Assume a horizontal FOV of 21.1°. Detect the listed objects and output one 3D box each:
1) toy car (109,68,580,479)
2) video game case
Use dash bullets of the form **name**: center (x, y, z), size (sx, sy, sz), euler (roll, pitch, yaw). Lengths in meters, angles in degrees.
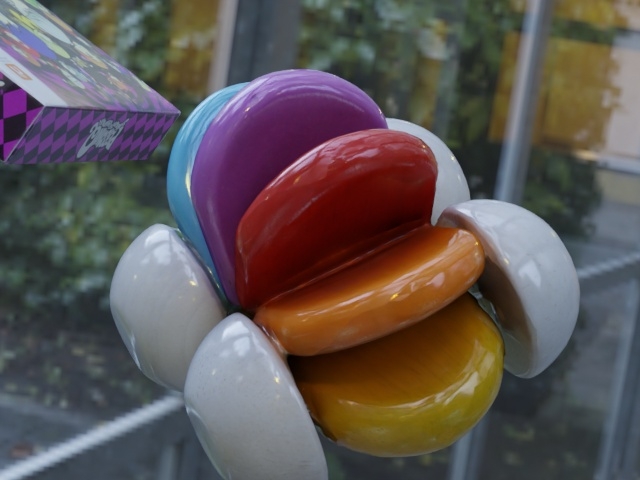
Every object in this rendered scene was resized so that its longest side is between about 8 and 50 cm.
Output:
- **toy car**: center (0.000, 0.000, 0.678), size (0.159, 0.136, 0.182), euler (-27, 38, -15)
- **video game case**: center (-0.195, -0.116, 0.908), size (0.210, 0.042, 0.232), euler (38, 9, 7)
